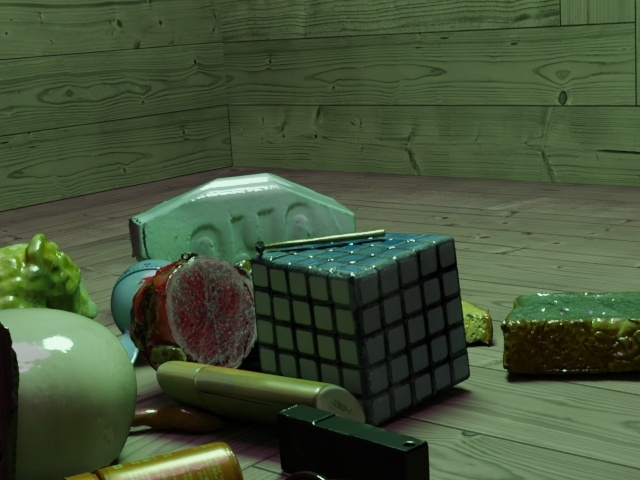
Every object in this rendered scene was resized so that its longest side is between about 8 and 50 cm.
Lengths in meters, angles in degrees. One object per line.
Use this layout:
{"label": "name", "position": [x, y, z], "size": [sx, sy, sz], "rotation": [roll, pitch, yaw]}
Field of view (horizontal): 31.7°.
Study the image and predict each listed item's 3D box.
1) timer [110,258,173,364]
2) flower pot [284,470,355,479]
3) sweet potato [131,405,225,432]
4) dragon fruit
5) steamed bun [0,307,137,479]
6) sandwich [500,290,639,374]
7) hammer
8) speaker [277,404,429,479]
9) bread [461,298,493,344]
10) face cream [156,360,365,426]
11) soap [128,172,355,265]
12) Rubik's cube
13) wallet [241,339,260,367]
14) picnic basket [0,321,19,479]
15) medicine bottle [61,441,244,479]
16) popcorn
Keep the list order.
{"label": "timer", "position": [-0.288, 0.155, 1.976], "size": [0.175, 0.255, 0.175], "rotation": [-5, -28, -2]}
{"label": "flower pot", "position": [0.014, 0.300, 1.211], "size": [0.111, 0.111, 0.089], "rotation": [7, 0, 44]}
{"label": "sweet potato", "position": [-0.224, 0.258, 1.624], "size": [0.179, 0.044, 0.044], "rotation": [0, 12, 11]}
{"label": "dragon fruit", "position": [-0.202, 0.127, 1.791], "size": [0.147, 0.211, 0.282], "rotation": [-21, 18, 38]}
{"label": "steamed bun", "position": [-0.405, 0.195, 1.498], "size": [0.324, 0.206, 0.324], "rotation": [-3, 3, 0]}
{"label": "sandwich", "position": [0.455, 0.143, 1.831], "size": [0.301, 0.099, 0.271], "rotation": [-2, 11, 14]}
{"label": "hammer", "position": [0.000, 0.000, 1.699], "size": [0.199, 0.013, 0.062], "rotation": [-7, 10, -1]}
{"label": "speaker", "position": [0.038, 0.265, 1.389], "size": [0.218, 0.082, 0.044], "rotation": [6, 15, 45]}
{"label": "bread", "position": [0.234, 0.143, 2.008], "size": [0.103, 0.065, 0.187], "rotation": [-1, 12, -15]}
{"label": "face cream", "position": [-0.087, 0.224, 1.592], "size": [0.285, 0.067, 0.139], "rotation": [4, -24, 33]}
{"label": "soap", "position": [-0.158, 0.005, 2.306], "size": [0.446, 0.261, 0.156], "rotation": [-6, 14, -17]}
{"label": "Rubik's cube", "position": [0.059, 0.121, 1.698], "size": [0.237, 0.238, 0.237], "rotation": [-17, 14, -41]}
{"label": "wallet", "position": [-0.070, 0.174, 1.935], "size": [0.160, 0.055, 0.236], "rotation": [-11, 1, 38]}
{"label": "picnic basket", "position": [-0.430, 0.221, 1.272], "size": [0.222, 0.297, 0.129], "rotation": [-2, -11, 8]}
{"label": "medicine bottle", "position": [-0.189, 0.294, 1.278], "size": [0.192, 0.096, 0.096], "rotation": [-9, 12, -23]}
{"label": "popcorn", "position": [-0.491, 0.124, 1.856], "size": [0.293, 0.293, 0.237], "rotation": [-15, -3, -45]}
